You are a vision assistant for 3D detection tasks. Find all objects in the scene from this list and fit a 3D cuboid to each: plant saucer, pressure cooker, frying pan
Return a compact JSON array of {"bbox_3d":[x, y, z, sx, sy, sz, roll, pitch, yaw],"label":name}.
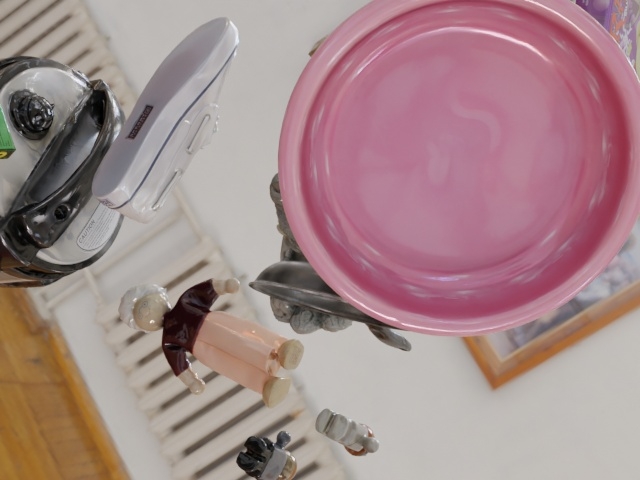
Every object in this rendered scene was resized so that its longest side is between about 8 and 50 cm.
[{"bbox_3d":[0.128,-0.075,0.782,0.332,0.332,0.084,54,13,-13],"label":"plant saucer"},{"bbox_3d":[-0.521,-0.105,1.370,0.375,0.420,0.370,0,85,-65],"label":"pressure cooker"},{"bbox_3d":[0.064,0.084,0.985,0.326,0.053,0.197,22,-11,-38],"label":"frying pan"}]

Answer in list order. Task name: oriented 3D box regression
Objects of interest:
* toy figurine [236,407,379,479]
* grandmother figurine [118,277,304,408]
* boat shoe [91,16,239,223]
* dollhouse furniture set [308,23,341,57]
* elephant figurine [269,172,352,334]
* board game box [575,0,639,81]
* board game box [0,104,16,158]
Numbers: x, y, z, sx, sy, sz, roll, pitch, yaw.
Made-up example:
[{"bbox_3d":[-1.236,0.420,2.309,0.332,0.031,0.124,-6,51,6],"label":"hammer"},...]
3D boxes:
[{"bbox_3d":[0.002,0.358,1.195,0.148,0.213,0.209,46,22,-55],"label":"toy figurine"},{"bbox_3d":[-0.200,0.157,1.455,0.342,0.208,0.104,19,-16,21],"label":"grandmother figurine"},{"bbox_3d":[-0.166,-0.140,0.986,0.084,0.258,0.095,38,-4,-41],"label":"boat shoe"},{"bbox_3d":[0.035,-0.263,1.416,0.144,0.151,0.123,44,55,-22],"label":"dollhouse furniture set"},{"bbox_3d":[0.000,0.000,1.207,0.186,0.169,0.239,-162,-121,-66],"label":"elephant figurine"},{"bbox_3d":[0.347,-0.256,0.953,0.056,0.347,0.208,12,7,42],"label":"board game box"},{"bbox_3d":[-0.458,-0.213,0.977,0.136,0.030,0.259,-7,71,-51],"label":"board game box"}]
